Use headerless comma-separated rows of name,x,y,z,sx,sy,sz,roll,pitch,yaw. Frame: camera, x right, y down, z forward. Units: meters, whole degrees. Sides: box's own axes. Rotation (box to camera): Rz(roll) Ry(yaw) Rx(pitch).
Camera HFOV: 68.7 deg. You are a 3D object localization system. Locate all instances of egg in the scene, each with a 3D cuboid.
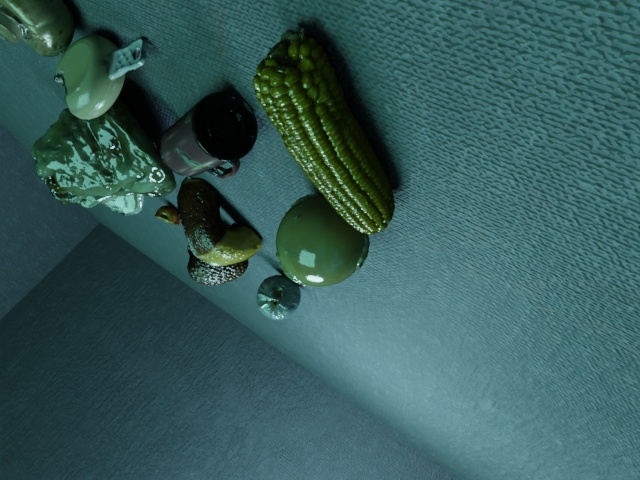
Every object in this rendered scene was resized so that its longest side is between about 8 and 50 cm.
egg,0.002,0.003,0.819,0.164,0.164,0.201,41,163,-6

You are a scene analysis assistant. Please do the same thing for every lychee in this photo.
lychee,-0.322,0.047,1.448,0.194,0.194,0.194,33,159,14

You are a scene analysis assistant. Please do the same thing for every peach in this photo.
peach,-0.543,-0.092,1.687,0.098,0.062,0.098,21,176,2

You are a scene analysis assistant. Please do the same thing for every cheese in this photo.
cheese,-0.407,-0.335,0.880,0.248,0.164,0.070,-27,155,29

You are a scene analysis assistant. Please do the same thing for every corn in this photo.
corn,0.019,-0.116,0.615,0.101,0.102,0.313,15,150,48

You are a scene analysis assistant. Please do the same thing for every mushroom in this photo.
mushroom,-0.551,-0.426,0.885,0.166,0.127,0.166,32,166,9

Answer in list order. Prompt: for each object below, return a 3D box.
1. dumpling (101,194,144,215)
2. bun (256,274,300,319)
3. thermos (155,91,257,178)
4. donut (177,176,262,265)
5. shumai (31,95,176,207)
dumpling,-0.642,-0.255,1.383,0.260,0.181,0.341,-57,49,44
bun,-0.130,0.172,1.435,0.140,0.141,0.083,35,166,9
thermos,-0.222,-0.182,0.892,0.136,0.110,0.330,1,180,-31
donut,-0.284,-0.029,1.266,0.295,0.151,0.112,47,148,-22
shumai,-0.510,-0.177,1.075,0.304,0.263,0.309,48,168,46
